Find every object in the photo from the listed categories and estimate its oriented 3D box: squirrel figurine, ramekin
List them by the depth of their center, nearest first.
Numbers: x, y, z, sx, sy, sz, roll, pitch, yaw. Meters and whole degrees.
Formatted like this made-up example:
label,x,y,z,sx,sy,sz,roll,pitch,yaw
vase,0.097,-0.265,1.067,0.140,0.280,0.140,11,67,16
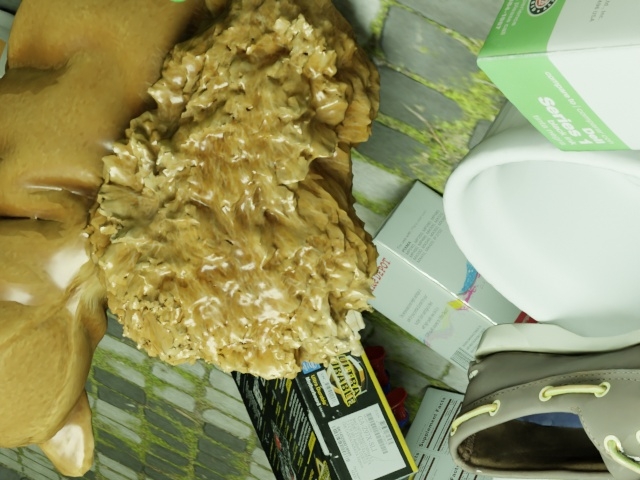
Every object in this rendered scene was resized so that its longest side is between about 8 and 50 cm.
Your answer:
label,x,y,z,sx,sy,sz,roll,pitch,yaw
ramekin,0.230,-0.026,1.078,0.277,0.135,0.277,24,159,10
squirrel figurine,-0.147,-0.021,1.215,0.397,0.370,0.281,7,150,42

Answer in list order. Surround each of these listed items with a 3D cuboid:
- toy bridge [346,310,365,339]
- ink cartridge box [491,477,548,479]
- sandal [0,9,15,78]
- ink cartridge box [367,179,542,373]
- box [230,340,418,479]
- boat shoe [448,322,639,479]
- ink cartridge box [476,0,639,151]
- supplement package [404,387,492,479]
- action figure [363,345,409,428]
label,x,y,z,sx,sy,sz,roll,pitch,yaw
toy bridge,0.000,0.000,1.422,0.063,0.026,0.188,18,131,66
ink cartridge box,0.213,0.281,1.493,0.121,0.211,0.289,19,112,19
sandal,-0.321,-0.168,1.493,0.265,0.076,0.102,28,159,0
ink cartridge box,0.119,0.043,1.420,0.175,0.072,0.127,36,159,4
box,-0.007,0.173,1.671,0.322,0.079,0.257,101,146,-65
boat shoe,0.208,0.115,1.103,0.116,0.097,0.324,41,155,-29
ink cartridge box,0.209,-0.131,0.835,0.219,0.160,0.092,3,149,48
supplement package,0.203,0.279,1.768,0.203,0.149,0.194,10,152,36
action figure,0.033,0.221,1.864,0.280,0.139,0.091,73,173,-63
